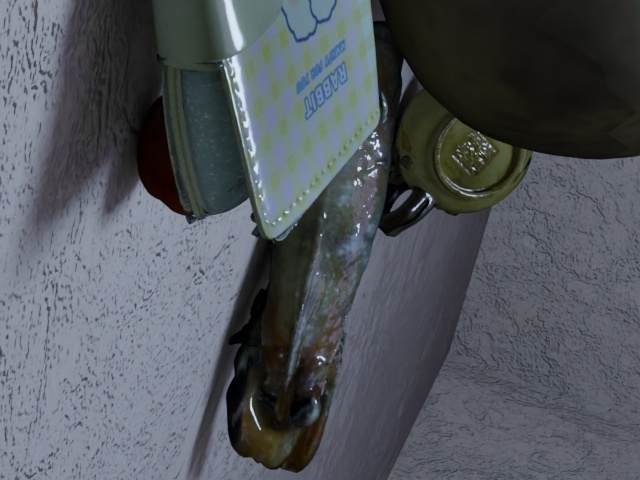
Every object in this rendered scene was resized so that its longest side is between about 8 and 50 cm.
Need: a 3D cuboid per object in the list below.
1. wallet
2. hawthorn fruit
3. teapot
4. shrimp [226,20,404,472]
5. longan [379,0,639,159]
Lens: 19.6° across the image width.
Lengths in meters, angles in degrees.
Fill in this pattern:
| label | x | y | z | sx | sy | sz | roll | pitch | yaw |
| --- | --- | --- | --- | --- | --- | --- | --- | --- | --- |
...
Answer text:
| label | x | y | z | sx | sy | sz | roll | pitch | yaw |
| --- | --- | --- | --- | --- | --- | --- | --- | --- | --- |
| wallet | -0.032 | -0.180 | 1.101 | 0.223 | 0.077 | 0.310 | -45 | 136 | -51 |
| hawthorn fruit | -0.080 | -0.066 | 1.208 | 0.081 | 0.081 | 0.093 | -55 | 151 | -59 |
| teapot | 0.158 | -0.117 | 2.308 | 0.269 | 0.173 | 0.182 | -48 | -157 | 0 |
| shrimp | 0.000 | 0.000 | 1.777 | 0.221 | 0.110 | 0.446 | 103 | 3 | -82 |
| longan | 0.236 | -0.242 | 1.708 | 0.336 | 0.404 | 0.404 | -58 | 174 | 13 |
